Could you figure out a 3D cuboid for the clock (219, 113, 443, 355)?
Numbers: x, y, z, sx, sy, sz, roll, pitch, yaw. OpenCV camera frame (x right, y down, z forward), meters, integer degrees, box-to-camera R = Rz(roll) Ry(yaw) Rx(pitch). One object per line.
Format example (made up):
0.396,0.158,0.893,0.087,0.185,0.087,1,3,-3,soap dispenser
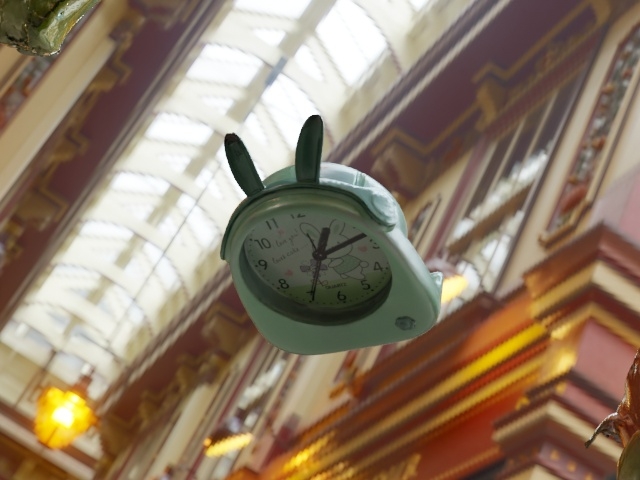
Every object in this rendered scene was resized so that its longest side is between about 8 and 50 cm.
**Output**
0.000,0.000,0.670,0.101,0.041,0.135,-10,-51,22,clock

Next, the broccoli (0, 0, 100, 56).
-0.140,-0.261,0.969,0.146,0.304,0.165,29,-16,10,broccoli

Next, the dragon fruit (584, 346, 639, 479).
0.290,0.119,0.775,0.227,0.224,0.224,31,-23,48,dragon fruit
